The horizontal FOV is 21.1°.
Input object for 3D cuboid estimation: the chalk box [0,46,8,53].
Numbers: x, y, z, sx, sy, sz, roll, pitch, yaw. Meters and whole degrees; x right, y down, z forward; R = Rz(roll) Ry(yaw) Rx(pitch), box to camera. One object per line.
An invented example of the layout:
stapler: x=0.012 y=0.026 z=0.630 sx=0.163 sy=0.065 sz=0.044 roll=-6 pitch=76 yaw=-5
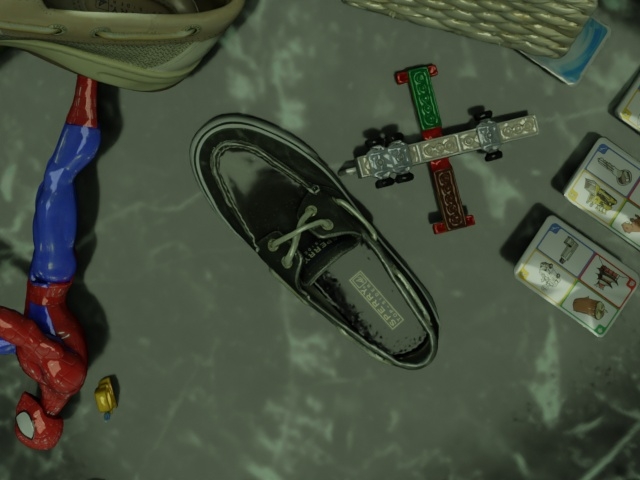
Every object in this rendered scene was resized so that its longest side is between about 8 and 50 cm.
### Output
chalk box: x=-0.326 y=-0.112 z=1.104 sx=0.213 sy=0.132 sz=0.132 roll=-39 pitch=96 yaw=6

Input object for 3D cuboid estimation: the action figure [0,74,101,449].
action figure: x=-0.213 y=0.002 z=1.141 sx=0.139 sy=0.091 sz=0.280 roll=1 pitch=97 yaw=-7

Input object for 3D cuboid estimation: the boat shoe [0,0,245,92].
boat shoe: x=-0.189 y=-0.166 z=1.004 sx=0.302 sy=0.098 sz=0.109 roll=13 pitch=64 yaw=-28

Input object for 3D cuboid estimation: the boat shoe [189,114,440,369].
boat shoe: x=0.000 y=0.000 z=1.149 sx=0.219 sy=0.070 sz=0.078 roll=43 pitch=96 yaw=-5

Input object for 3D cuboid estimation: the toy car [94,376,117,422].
toy car: x=-0.172 y=0.157 z=1.187 sx=0.060 sy=0.040 sz=0.122 roll=2 pitch=98 yaw=0

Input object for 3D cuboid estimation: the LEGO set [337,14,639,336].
LEGO set: x=0.134 y=-0.075 z=1.164 sx=0.244 sy=0.060 sz=0.182 roll=34 pitch=85 yaw=-6

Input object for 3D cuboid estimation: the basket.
basket: x=0.102 y=-0.193 z=1.086 sx=0.167 sy=0.113 sz=0.103 roll=13 pitch=73 yaw=-2
